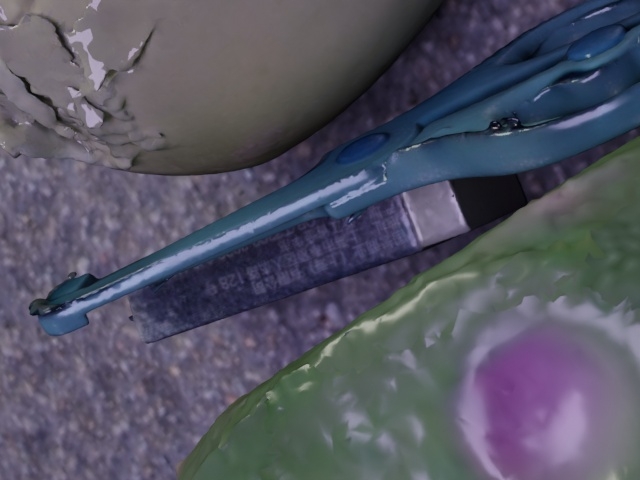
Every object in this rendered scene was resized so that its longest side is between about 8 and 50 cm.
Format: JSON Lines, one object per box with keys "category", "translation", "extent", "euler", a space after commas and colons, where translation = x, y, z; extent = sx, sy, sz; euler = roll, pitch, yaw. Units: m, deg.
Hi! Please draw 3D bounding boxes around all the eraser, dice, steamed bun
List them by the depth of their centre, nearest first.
{"category": "dice", "translation": [0.154, 0.140, 0.850], "extent": [0.322, 0.318, 0.330], "euler": [-34, 85, 30]}
{"category": "steamed bun", "translation": [-0.088, -0.206, 0.949], "extent": [0.334, 0.233, 0.312], "euler": [49, 119, 8]}
{"category": "eraser", "translation": [0.000, 0.000, 1.032], "extent": [0.212, 0.092, 0.046], "euler": [-20, 91, 28]}

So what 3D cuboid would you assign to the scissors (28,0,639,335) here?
{"category": "scissors", "translation": [0.032, -0.036, 0.914], "extent": [0.393, 0.180, 0.032], "euler": [-25, 105, 11]}
